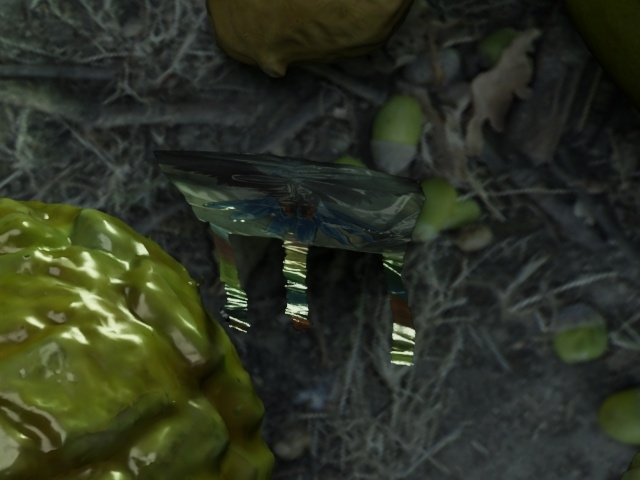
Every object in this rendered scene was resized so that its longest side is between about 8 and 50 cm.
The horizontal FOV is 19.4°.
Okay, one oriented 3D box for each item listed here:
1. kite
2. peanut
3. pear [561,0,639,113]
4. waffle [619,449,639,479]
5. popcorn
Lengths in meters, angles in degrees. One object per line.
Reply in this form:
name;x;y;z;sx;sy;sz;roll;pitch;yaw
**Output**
kite;0.000;-0.002;1.058;0.169;0.310;0.015;6;110;-12
peanut;0.036;-0.194;1.161;0.263;0.101;0.117;-40;81;21
pear;0.273;-0.182;1.117;0.269;0.269;0.321;-20;79;-6
waffle;0.270;0.247;1.048;0.292;0.056;0.309;22;70;11
popcorn;-0.161;0.105;1.019;0.247;0.282;0.282;-25;70;-5
